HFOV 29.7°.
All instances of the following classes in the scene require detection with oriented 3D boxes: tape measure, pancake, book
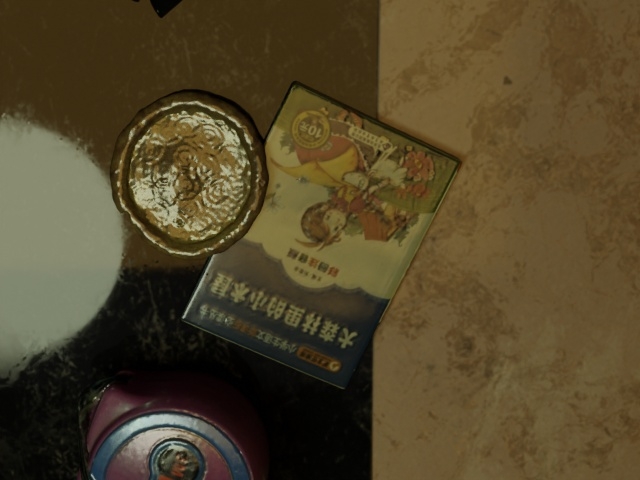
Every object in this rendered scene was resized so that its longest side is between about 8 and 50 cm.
[{"bbox_3d":[-0.185,0.268,1.443,0.245,0.149,0.231,20,105,-1],"label":"tape measure"},{"bbox_3d":[-0.154,-0.075,1.410,0.199,0.021,0.199,1,99,4],"label":"pancake"},{"bbox_3d":[0.000,0.000,1.449,0.228,0.018,0.322,24,101,-9],"label":"book"}]

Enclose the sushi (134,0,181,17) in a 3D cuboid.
[{"bbox_3d":[-0.171,-0.378,1.246,0.215,0.212,0.227,-39,102,7],"label":"sushi"}]
